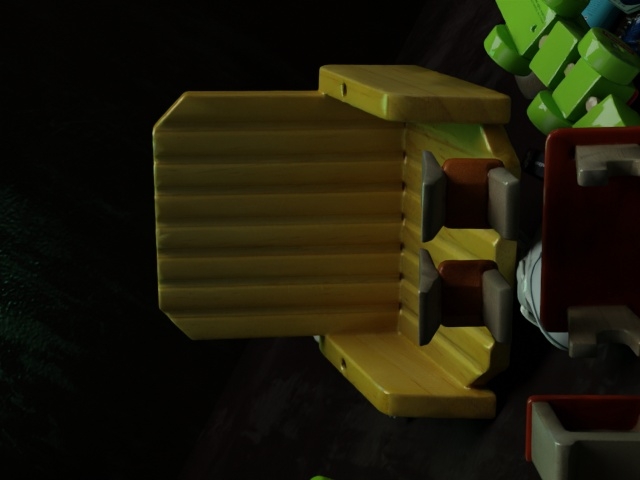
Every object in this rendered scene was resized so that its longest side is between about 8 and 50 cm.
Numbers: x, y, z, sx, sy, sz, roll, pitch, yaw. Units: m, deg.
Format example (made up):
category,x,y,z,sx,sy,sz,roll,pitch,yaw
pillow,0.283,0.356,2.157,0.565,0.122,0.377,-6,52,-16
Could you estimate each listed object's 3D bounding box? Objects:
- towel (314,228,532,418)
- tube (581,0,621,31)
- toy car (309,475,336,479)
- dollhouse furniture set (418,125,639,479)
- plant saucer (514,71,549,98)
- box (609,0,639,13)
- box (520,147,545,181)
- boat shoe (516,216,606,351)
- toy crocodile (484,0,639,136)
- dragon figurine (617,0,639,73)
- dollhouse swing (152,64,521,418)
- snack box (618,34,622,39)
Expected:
category,x,y,z,sx,sy,sz,roll,pitch,yaw
towel,0.070,0.015,1.375,0.053,0.332,0.317,-24,-24,-55
tube,0.397,-0.334,1.480,0.207,0.052,0.080,-55,17,4
toy car,0.039,0.348,1.050,0.149,0.155,0.188,-54,23,38
dollhouse furniture set,0.199,0.045,0.781,0.135,0.262,0.259,-81,-10,-72
plant saucer,0.380,-0.361,1.659,0.311,0.050,0.310,-58,10,16
box,0.381,-0.370,1.285,0.087,0.169,0.290,-59,7,-2
box,0.267,-0.047,1.057,0.029,0.116,0.162,-63,8,5
boat shoe,0.231,0.044,1.051,0.088,0.096,0.267,-61,6,27
toy crocodile,0.271,-0.197,1.179,0.115,0.105,0.340,-54,35,31
dragon figurine,0.346,-0.295,1.126,0.144,0.289,0.085,-7,45,31
dollhouse swing,0.000,0.000,1.177,0.315,0.305,0.347,-141,49,-63
snack box,0.327,-0.205,1.305,0.064,0.022,0.178,-38,1,34
